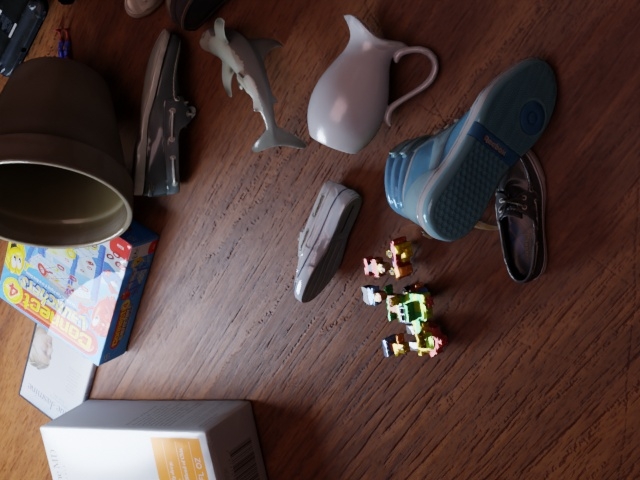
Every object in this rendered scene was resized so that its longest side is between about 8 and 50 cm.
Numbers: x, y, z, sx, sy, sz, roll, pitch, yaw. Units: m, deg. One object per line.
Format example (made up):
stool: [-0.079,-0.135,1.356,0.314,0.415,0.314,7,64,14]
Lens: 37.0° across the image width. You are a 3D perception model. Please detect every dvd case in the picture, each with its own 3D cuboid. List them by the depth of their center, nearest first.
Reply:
dvd case: [-0.590,0.294,2.156,0.180,0.022,0.253,30,117,19]

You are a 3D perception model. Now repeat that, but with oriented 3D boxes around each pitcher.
pitcher: [0.082,-0.242,1.566,0.177,0.125,0.207,24,104,6]

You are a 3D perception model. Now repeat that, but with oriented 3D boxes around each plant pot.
plant pot: [-0.502,-0.179,1.796,0.323,0.323,0.281,-19,57,33]

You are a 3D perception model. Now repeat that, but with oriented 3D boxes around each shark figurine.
shark figurine: [-0.105,-0.295,1.667,0.278,0.116,0.166,59,157,12]

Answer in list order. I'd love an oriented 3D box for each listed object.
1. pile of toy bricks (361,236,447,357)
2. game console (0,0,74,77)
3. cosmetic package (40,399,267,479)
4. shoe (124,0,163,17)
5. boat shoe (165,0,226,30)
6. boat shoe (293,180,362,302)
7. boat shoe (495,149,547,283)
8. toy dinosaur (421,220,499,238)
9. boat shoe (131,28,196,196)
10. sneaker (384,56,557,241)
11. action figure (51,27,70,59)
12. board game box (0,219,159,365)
pile of toy bricks: [0.152,0.107,1.608,0.105,0.118,0.212,2,107,50]
game console: [-0.591,-0.498,1.907,0.213,0.044,0.361,46,118,15]
cosmetic package: [-0.345,0.462,1.981,0.453,0.161,0.230,-6,101,32]
shoe: [-0.301,-0.491,1.741,0.219,0.058,0.077,-43,81,32]
boat shoe: [-0.132,-0.473,1.607,0.130,0.132,0.355,50,123,9]
boat shoe: [0.000,0.000,1.707,0.075,0.083,0.226,36,108,30]
boat shoe: [0.309,-0.041,1.507,0.080,0.076,0.229,1,104,29]
toy dinosaur: [0.208,-0.044,1.580,0.183,0.053,0.093,38,118,15]
boat shoe: [-0.290,-0.235,1.807,0.099,0.116,0.320,7,105,-17]
sneaker: [0.213,-0.159,1.490,0.127,0.319,0.208,42,172,-28]
action figure: [-0.515,-0.366,1.921,0.038,0.030,0.115,2,107,24]
board game box: [-0.515,0.054,2.005,0.308,0.086,0.302,30,116,20]
